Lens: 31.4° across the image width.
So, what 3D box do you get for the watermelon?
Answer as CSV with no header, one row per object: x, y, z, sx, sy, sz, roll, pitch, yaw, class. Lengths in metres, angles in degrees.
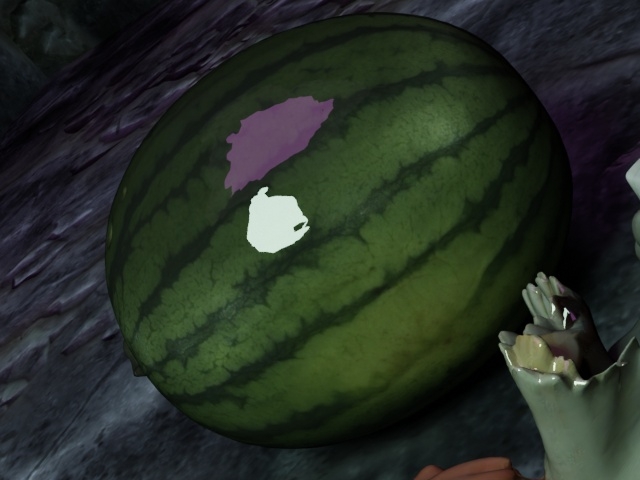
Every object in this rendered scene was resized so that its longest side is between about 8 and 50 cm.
0.000,0.000,0.806,0.359,0.279,0.279,-36,24,8,watermelon

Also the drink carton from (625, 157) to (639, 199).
0.311,-0.070,0.677,0.222,0.102,0.134,-44,25,-7,drink carton

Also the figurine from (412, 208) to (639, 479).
0.099,0.155,0.535,0.166,0.207,0.387,28,74,25,figurine
